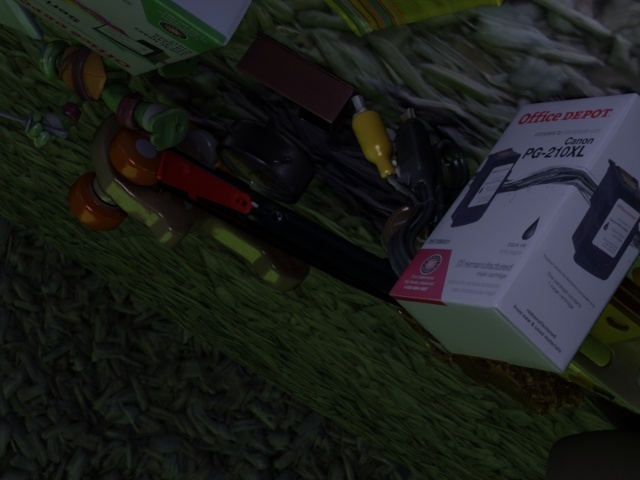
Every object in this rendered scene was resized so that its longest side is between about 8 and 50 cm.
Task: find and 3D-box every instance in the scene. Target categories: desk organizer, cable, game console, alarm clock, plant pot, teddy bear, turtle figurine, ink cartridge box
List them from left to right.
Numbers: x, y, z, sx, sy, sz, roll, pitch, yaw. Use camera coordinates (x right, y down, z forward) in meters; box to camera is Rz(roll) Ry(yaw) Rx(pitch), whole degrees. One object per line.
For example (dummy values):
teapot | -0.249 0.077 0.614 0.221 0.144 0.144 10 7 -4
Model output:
turtle figurine | -0.303 -0.211 1.681 0.266 0.197 0.274 17 162 32
ink cartridge box | -0.202 -0.278 1.375 0.201 0.117 0.278 32 167 -22
alarm clock | -0.069 -0.100 1.795 0.129 0.064 0.192 29 162 14
desk organizer | -0.028 -0.174 1.509 0.130 0.050 0.047 31 165 8
game console | 0.000 0.000 1.666 0.387 0.060 0.342 27 177 -28
cable | 0.100 -0.034 1.386 0.139 0.287 0.072 30 127 -31
teddy bear | 0.231 0.130 1.864 0.245 0.113 0.338 44 170 -14
ink cartridge box | 0.198 -0.011 1.205 0.100 0.237 0.172 43 162 -23
plant pot | 0.473 0.387 1.902 0.191 0.284 0.284 -25 129 31

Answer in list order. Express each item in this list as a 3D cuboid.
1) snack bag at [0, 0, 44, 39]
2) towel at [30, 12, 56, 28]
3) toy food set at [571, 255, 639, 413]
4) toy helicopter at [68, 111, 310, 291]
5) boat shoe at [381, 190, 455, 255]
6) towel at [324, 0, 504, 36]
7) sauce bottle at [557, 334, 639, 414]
snack bag | -0.539 -0.404 1.790 0.343 0.037 0.323 24 156 33
towel | -0.439 -0.356 1.823 0.197 0.029 0.144 21 160 39
toy food set | 0.330 0.091 1.327 0.220 0.092 0.306 37 157 -10
toy helicopter | -0.159 -0.058 1.875 0.355 0.235 0.140 37 127 -14
boat shoe | 0.185 -0.007 1.522 0.285 0.104 0.089 8 148 36
towel | 0.066 -0.231 1.202 0.102 0.021 0.237 39 163 -24
sauce bottle | 0.397 0.156 1.552 0.344 0.111 0.111 27 163 26
